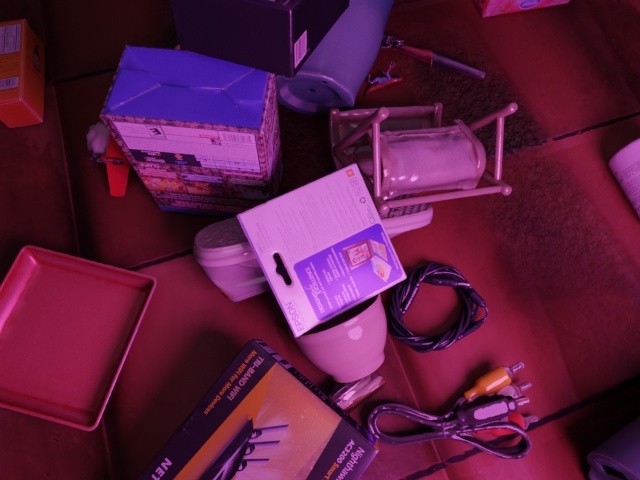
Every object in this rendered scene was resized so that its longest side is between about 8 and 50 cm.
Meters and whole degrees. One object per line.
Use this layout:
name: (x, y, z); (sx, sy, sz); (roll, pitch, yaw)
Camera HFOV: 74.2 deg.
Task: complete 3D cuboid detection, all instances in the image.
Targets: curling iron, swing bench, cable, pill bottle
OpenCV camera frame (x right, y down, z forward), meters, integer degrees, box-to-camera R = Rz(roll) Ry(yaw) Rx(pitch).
curling iron: (0.257, -0.432, 1.004); (0.274, 0.035, 0.068); (23, 31, 3)
swing bench: (0.173, -0.170, 0.792); (0.253, 0.254, 0.165); (-8, 109, -15)
cable: (0.225, 0.304, 0.709); (0.287, 0.072, 0.139); (-15, 86, 4)
cable: (0.203, 0.120, 0.772); (0.184, 0.047, 0.150); (-25, 71, -11)
pill bottle: (0.691, -0.092, 0.834); (0.131, 0.131, 0.229); (-13, 69, -7)

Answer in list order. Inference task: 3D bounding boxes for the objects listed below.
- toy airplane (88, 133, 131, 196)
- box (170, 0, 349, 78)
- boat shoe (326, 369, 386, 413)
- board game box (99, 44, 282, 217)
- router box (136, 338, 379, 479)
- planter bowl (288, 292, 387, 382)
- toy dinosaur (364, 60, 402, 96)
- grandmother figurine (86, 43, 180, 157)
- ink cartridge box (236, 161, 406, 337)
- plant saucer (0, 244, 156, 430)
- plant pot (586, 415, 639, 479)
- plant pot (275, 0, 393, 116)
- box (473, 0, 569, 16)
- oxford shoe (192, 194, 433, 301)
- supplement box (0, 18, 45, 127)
toy airplane: (-0.372, -0.152, 0.835); (0.151, 0.151, 0.028); (-29, 34, -13)
box: (-0.077, -0.377, 0.653); (0.184, 0.103, 0.261); (16, 53, 12)
boat shoe: (0.036, 0.262, 0.707); (0.152, 0.056, 0.049); (-28, 56, -12)
board game box: (-0.193, -0.166, 0.741); (0.232, 0.291, 0.141); (6, 66, -1)
router box: (-0.103, 0.342, 0.620); (0.243, 0.081, 0.309); (37, 82, 12)
planter bowl: (0.043, 0.163, 0.701); (0.162, 0.162, 0.109); (-26, 97, -12)
toy dinosaur: (0.149, -0.369, 0.988); (0.082, 0.047, 0.090); (12, 101, -7)
grandmother figurine: (-0.347, -0.292, 0.896); (0.208, 0.104, 0.342); (33, 73, 24)
ink cartridge box: (0.004, 0.011, 0.663); (0.208, 0.045, 0.206); (-26, 95, -17)
plant saucer: (-0.443, 0.159, 0.729); (0.258, 0.048, 0.259); (14, 68, 3)
plant pot: (0.595, 0.332, 0.567); (0.334, 0.341, 0.341); (-27, 71, -5)
plant pot: (0.003, -0.411, 0.881); (0.271, 0.271, 0.255); (9, 82, 1)
box: (0.521, -0.675, 1.072); (0.257, 0.122, 0.128); (-13, 68, -8)
oxford shoe: (0.000, 0.000, 0.778); (0.449, 0.130, 0.169); (-15, 28, -19)
supplement box: (-0.657, -0.364, 0.920); (0.080, 0.078, 0.233); (-10, 68, -3)
